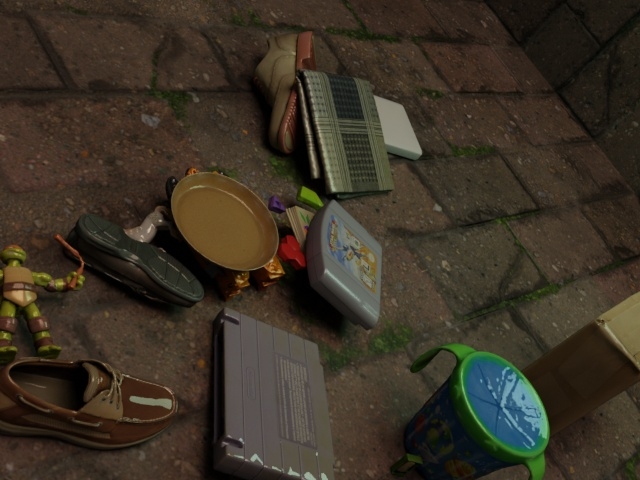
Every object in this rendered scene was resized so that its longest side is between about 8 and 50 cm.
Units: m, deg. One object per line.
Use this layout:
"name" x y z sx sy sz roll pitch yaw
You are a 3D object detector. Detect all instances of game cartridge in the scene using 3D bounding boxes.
"game cartridge" 0.053 0.040 1.962 0.198 0.062 0.297 47 27 -25
"game cartridge" -0.088 0.295 1.630 0.230 0.068 0.355 29 30 -26

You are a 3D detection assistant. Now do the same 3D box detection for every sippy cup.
"sippy cup" 0.298 0.378 1.799 0.240 0.224 0.305 24 40 -24

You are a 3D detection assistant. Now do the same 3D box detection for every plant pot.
"plant pot" -0.191 -0.032 1.760 0.236 0.032 0.236 22 44 -24

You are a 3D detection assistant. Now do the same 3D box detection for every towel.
"towel" 0.062 -0.264 2.269 0.312 0.056 0.324 -6 82 -55

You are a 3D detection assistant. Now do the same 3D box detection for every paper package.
"paper package" 0.653 0.294 2.137 0.310 0.325 0.168 -16 66 -50

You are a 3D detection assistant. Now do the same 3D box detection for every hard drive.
"hard drive" 0.134 -0.341 2.517 0.308 0.040 0.203 12 46 -36

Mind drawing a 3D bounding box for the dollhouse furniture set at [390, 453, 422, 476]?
"dollhouse furniture set" 0.177 0.491 1.710 0.076 0.058 0.151 21 41 -28

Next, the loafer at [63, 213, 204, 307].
"loafer" -0.343 0.050 1.646 0.268 0.084 0.096 35 26 -18

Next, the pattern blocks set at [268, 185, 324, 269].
"pattern blocks set" 0.000 0.000 2.011 0.325 0.026 0.285 29 36 -40

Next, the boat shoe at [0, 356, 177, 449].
"boat shoe" -0.359 0.246 1.389 0.325 0.116 0.123 10 48 -38

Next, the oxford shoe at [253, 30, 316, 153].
"oxford shoe" -0.101 -0.375 2.284 0.147 0.140 0.396 1 50 10

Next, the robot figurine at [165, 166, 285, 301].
"robot figurine" -0.206 -0.023 1.835 0.211 0.085 0.291 -13 64 -50

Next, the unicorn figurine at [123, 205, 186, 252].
"unicorn figurine" -0.335 -0.008 1.714 0.111 0.060 0.162 37 47 5

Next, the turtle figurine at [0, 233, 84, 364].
"turtle figurine" -0.500 0.089 1.439 0.270 0.087 0.217 14 52 -46
